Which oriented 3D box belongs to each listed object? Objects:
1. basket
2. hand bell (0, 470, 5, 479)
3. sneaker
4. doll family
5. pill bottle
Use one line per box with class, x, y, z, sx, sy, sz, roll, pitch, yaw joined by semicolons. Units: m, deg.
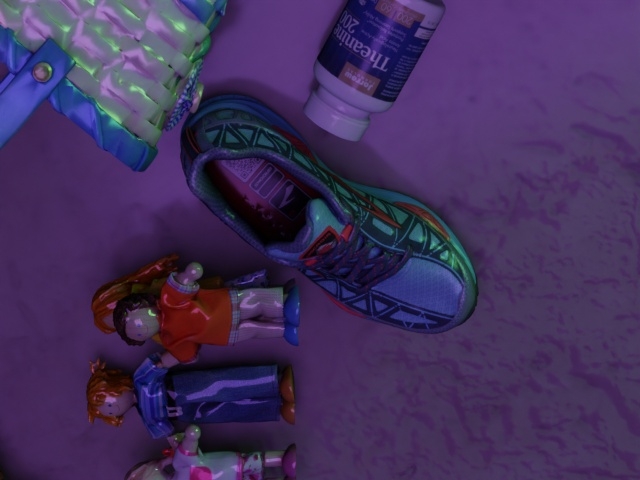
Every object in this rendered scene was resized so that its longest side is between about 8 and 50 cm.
basket;-0.201;-0.113;1.365;0.289;0.255;0.201;-44;103;3
hand bell;-0.269;0.182;1.560;0.126;0.126;0.242;-22;92;10
sneaker;0.000;0.000;1.457;0.262;0.125;0.104;32;107;-7
doll family;-0.101;0.100;1.518;0.163;0.118;0.263;-1;126;-3
pill bottle;0.036;-0.136;1.441;0.067;0.067;0.120;28;107;-6
